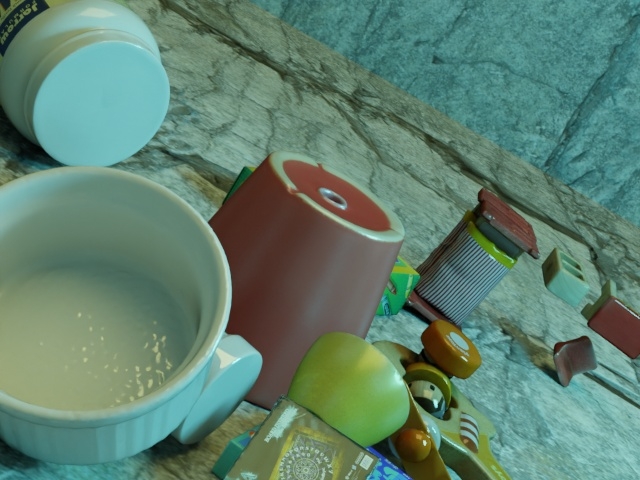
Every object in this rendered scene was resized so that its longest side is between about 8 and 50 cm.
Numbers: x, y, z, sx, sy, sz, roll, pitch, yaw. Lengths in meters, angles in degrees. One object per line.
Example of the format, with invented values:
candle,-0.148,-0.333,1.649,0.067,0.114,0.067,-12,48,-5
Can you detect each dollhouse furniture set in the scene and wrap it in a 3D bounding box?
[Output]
dollhouse furniture set,0.338,0.109,2.357,0.374,0.201,0.152,36,17,-7

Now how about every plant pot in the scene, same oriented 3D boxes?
plant pot,-0.039,0.040,1.819,0.275,0.243,0.275,28,19,-11
plant pot,0.015,0.181,1.601,0.134,0.134,0.095,37,49,15

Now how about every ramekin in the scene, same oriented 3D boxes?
ramekin,-0.225,0.078,1.400,0.277,0.135,0.277,3,56,-4

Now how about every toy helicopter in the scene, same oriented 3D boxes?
toy helicopter,0.172,0.259,1.784,0.355,0.140,0.235,49,19,19

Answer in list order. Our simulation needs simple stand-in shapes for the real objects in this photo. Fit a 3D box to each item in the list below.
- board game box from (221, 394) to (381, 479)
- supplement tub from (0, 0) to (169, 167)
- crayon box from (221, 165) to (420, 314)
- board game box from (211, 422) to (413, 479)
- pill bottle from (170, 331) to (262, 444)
board game box,-0.033,0.253,1.480,0.126,0.026,0.186,34,47,5
supplement tub,-0.368,-0.270,2.103,0.235,0.235,0.325,16,23,-40
crayon box,0.000,0.000,2.249,0.278,0.081,0.165,43,21,31
board game box,-0.004,0.258,1.619,0.160,0.047,0.210,36,19,14
pill bottle,-0.199,0.088,1.572,0.265,0.153,0.153,38,19,18
